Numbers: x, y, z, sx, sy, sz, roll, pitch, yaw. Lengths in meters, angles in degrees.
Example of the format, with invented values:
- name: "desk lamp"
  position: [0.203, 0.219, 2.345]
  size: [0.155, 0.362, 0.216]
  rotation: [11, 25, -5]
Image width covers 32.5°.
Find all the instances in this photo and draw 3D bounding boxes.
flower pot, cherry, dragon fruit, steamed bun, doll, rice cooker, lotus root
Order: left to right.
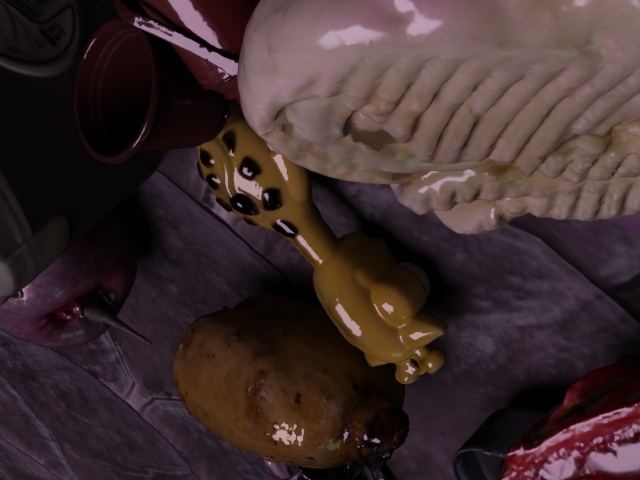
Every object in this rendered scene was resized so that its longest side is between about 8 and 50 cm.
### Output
- name: "rice cooker"
  position: [-0.302, -0.105, 0.955]
  size: [0.288, 0.277, 0.288]
  rotation: [31, 147, 23]
- name: "cherry"
  position: [-0.301, 0.014, 1.193]
  size: [0.266, 0.183, 0.213]
  rotation: [37, 152, 21]
- name: "flower pot"
  position: [-0.126, -0.113, 0.859]
  size: [0.111, 0.089, 0.111]
  rotation: [-1, 89, 45]
- name: "lotus root"
  position: [-0.028, 0.134, 1.039]
  size: [0.284, 0.160, 0.146]
  rotation: [22, 143, 46]
- name: "doll"
  position: [0.000, -0.001, 0.918]
  size: [0.291, 0.086, 0.117]
  rotation: [48, 146, -3]
- name: "steamed bun"
  position: [0.105, -0.133, 0.501]
  size: [0.280, 0.207, 0.268]
  rotation: [-9, 160, 29]
- name: "dragon fruit"
  position: [0.272, 0.122, 0.729]
  size: [0.262, 0.134, 0.211]
  rotation: [21, 134, 6]

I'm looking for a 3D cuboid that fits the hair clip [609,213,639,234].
- name: "hair clip"
  position: [0.177, -0.043, 0.663]
  size: [0.358, 0.095, 0.110]
  rotation: [26, 124, 22]

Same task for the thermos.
- name: "thermos"
  position: [-0.078, -0.181, 0.781]
  size: [0.124, 0.099, 0.232]
  rotation: [-31, 109, 19]

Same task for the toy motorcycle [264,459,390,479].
- name: "toy motorcycle"
  position: [-0.021, 0.285, 1.252]
  size: [0.188, 0.143, 0.327]
  rotation: [10, 129, 43]

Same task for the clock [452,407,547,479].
- name: "clock"
  position: [0.239, 0.246, 0.932]
  size: [0.280, 0.055, 0.280]
  rotation: [35, 160, 15]
